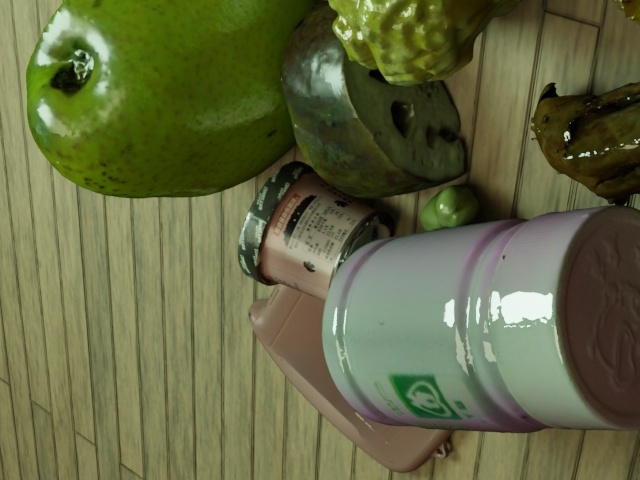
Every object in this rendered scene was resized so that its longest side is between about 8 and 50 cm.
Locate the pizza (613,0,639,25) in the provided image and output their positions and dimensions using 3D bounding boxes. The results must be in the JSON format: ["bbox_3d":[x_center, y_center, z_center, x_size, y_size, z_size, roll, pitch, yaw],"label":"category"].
[{"bbox_3d":[0.312,-0.226,0.999,0.160,0.036,0.099,-24,94,48],"label":"pizza"}]

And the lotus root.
[{"bbox_3d":[0.052,-0.144,1.244,0.119,0.138,0.234,-3,115,56],"label":"lotus root"}]

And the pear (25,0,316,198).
[{"bbox_3d":[-0.177,-0.170,1.314,0.238,0.318,0.342,52,140,17],"label":"pear"}]

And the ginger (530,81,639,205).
[{"bbox_3d":[0.310,-0.113,1.015,0.309,0.107,0.133,-20,81,49],"label":"ginger"}]

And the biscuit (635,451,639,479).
[{"bbox_3d":[0.387,0.320,1.193,0.144,0.078,0.425,23,127,34],"label":"biscuit"}]

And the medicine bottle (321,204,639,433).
[{"bbox_3d":[0.177,0.084,1.160,0.325,0.212,0.212,-10,104,50],"label":"medicine bottle"}]

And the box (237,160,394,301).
[{"bbox_3d":[0.000,0.000,1.353,0.135,0.151,0.151,25,128,24],"label":"box"}]

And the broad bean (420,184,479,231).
[{"bbox_3d":[0.138,-0.034,1.253,0.045,0.063,0.083,43,167,-10],"label":"broad bean"}]

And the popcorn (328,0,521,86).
[{"bbox_3d":[0.104,-0.265,1.040,0.195,0.255,0.256,21,85,3],"label":"popcorn"}]

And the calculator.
[{"bbox_3d":[0.040,0.155,1.469,0.330,0.048,0.220,44,134,15],"label":"calculator"}]
